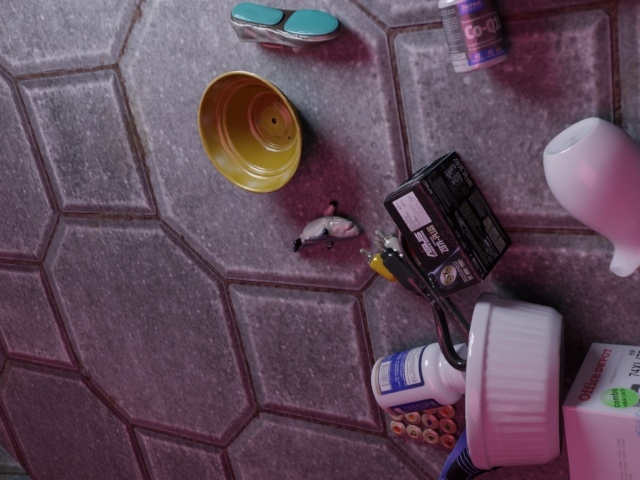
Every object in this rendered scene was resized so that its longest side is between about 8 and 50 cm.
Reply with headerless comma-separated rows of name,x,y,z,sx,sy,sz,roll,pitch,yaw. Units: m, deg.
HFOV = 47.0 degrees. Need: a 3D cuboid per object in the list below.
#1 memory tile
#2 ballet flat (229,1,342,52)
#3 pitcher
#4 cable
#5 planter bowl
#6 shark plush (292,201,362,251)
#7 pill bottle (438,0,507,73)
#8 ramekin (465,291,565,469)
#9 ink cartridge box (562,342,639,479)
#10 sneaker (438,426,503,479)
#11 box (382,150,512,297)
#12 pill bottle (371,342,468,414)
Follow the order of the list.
memory tile,0.197,0.347,1.432,0.148,0.012,0.113,7,117,31
ballet flat,-0.053,-0.344,1.208,0.213,0.072,0.068,18,150,26
pitcher,0.421,-0.078,1.003,0.177,0.125,0.207,-36,103,20
cable,0.191,0.075,1.237,0.287,0.072,0.139,49,118,14
planter bowl,-0.102,-0.199,1.290,0.217,0.090,0.217,16,122,26
shark plush,0.000,0.000,1.355,0.067,0.073,0.161,34,130,-26
pill bottle,0.210,-0.312,1.032,0.078,0.078,0.137,-6,111,36
ramekin,0.308,0.217,1.136,0.127,0.273,0.273,0,114,21
ink cartridge box,0.516,0.287,1.065,0.270,0.198,0.197,0,112,34
sneaker,0.293,0.397,1.349,0.090,0.081,0.232,34,127,23
box,0.199,-0.028,1.144,0.077,0.147,0.180,-29,97,40
pill bottle,0.194,0.244,1.314,0.186,0.112,0.112,-22,100,39
